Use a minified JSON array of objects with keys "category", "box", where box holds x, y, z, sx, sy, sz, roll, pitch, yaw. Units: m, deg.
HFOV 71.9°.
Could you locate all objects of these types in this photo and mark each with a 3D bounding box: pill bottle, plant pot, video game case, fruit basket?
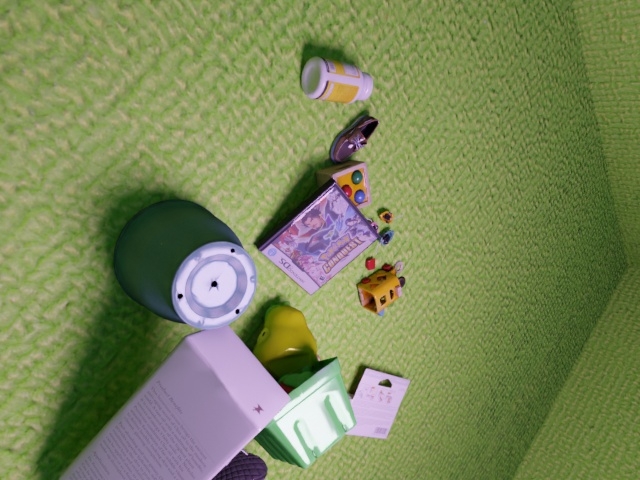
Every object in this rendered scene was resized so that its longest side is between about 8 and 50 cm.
[{"category":"pill bottle","box":[0.048,-0.421,1.172,0.184,0.103,0.103,-5,106,-37]},{"category":"plant pot","box":[-0.273,0.064,0.960,0.271,0.255,0.272,-12,110,-36]},{"category":"video game case","box":[0.000,0.000,1.234,0.274,0.035,0.248,-40,127,5]},{"category":"fruit basket","box":[-0.101,0.366,1.171,0.282,0.391,0.393,-29,119,-28]}]

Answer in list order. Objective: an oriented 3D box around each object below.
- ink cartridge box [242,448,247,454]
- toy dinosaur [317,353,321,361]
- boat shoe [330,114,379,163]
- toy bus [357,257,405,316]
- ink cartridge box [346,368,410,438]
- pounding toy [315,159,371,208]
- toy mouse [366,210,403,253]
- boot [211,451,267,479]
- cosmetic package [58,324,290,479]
[{"category":"ink cartridge box","box":[-0.273,0.501,1.133,0.060,0.180,0.104,-46,125,-19]},{"category":"toy dinosaur","box":[-0.005,0.468,1.410,0.112,0.064,0.212,25,87,-39]},{"category":"boat shoe","box":[0.100,-0.295,1.271,0.183,0.066,0.066,-53,128,-13]},{"category":"toy bus","box":[0.223,0.158,1.473,0.190,0.104,0.202,23,89,-40]},{"category":"ink cartridge box","box":[0.183,0.584,1.594,0.275,0.060,0.239,27,84,-39]},{"category":"pounding toy","box":[0.058,-0.106,1.275,0.180,0.094,0.206,-25,117,-31]},{"category":"toy mouse","box":[0.191,-0.028,1.442,0.160,0.031,0.143,8,97,-39]},{"category":"boot","box":[-0.312,0.743,1.229,0.337,0.118,0.223,-7,110,-23]},{"category":"cosmetic package","box":[-0.307,0.417,0.927,0.453,0.230,0.161,-46,167,13]}]
